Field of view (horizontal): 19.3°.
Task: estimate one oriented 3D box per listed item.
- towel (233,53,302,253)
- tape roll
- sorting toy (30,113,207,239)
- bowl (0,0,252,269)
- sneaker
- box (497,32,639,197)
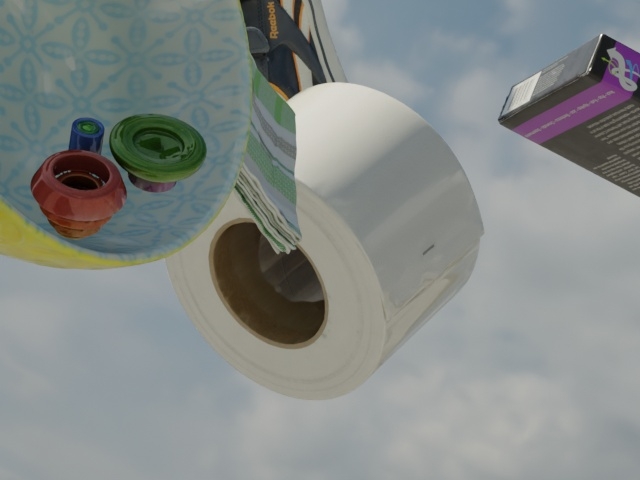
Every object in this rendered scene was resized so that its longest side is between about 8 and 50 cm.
[{"bbox_3d":[-0.045,-0.077,1.339,0.023,0.152,0.113,-21,-50,18],"label":"towel"},{"bbox_3d":[0.000,0.000,1.707,0.246,0.169,0.246,21,-51,28],"label":"tape roll"},{"bbox_3d":[-0.109,-0.031,0.977,0.061,0.102,0.042,41,-44,29],"label":"sorting toy"},{"bbox_3d":[-0.189,-0.111,1.125,0.156,0.289,0.289,-15,-40,36],"label":"bowl"},{"bbox_3d":[-0.068,-0.214,1.943,0.126,0.127,0.321,-21,-88,58],"label":"sneaker"},{"bbox_3d":[0.189,-0.049,0.996,0.162,0.029,0.116,28,-16,-12],"label":"box"}]
